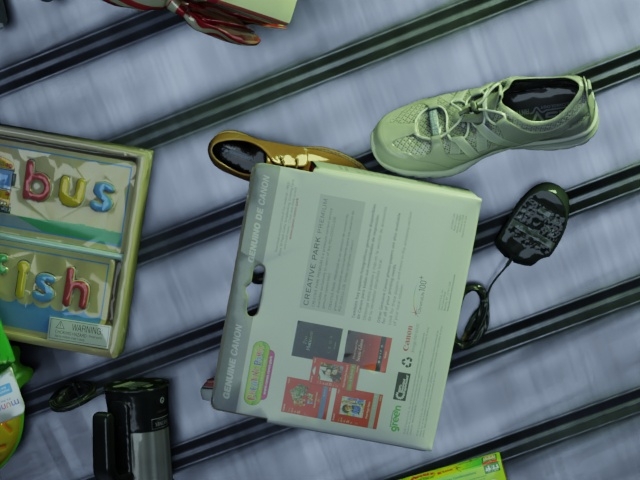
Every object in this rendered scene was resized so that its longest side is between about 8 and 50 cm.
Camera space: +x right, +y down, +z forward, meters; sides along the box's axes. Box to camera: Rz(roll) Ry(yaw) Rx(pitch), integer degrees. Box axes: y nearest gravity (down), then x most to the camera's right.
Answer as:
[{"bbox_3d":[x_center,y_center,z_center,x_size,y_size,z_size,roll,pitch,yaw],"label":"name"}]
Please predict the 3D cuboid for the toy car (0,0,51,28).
[{"bbox_3d":[-0.415,-0.356,1.883,0.155,0.149,0.188,-24,106,19],"label":"toy car"}]

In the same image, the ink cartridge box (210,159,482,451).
[{"bbox_3d":[0.026,0.069,1.838,0.272,0.130,0.309,11,97,-3],"label":"ink cartridge box"}]

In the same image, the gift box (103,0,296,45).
[{"bbox_3d":[-0.128,-0.374,1.799,0.255,0.276,0.258,17,94,-10],"label":"gift box"}]

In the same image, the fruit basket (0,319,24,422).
[{"bbox_3d":[-0.567,0.124,1.876,0.353,0.165,0.327,-24,83,13],"label":"fruit basket"}]

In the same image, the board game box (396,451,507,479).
[{"bbox_3d":[0.153,0.340,1.950,0.181,0.043,0.092,-16,94,6],"label":"board game box"}]

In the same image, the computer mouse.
[{"bbox_3d":[0.232,0.032,1.917,0.071,0.041,0.242,33,105,-1],"label":"computer mouse"}]

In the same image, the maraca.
[{"bbox_3d":[-0.438,0.216,1.962,0.127,0.099,0.185,19,88,-15],"label":"maraca"}]

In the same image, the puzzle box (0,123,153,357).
[{"bbox_3d":[-0.431,-0.018,1.958,0.409,0.052,0.272,9,96,4],"label":"puzzle box"}]

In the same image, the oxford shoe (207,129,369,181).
[{"bbox_3d":[-0.040,-0.086,1.905,0.212,0.076,0.076,12,95,2],"label":"oxford shoe"}]

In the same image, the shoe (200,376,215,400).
[{"bbox_3d":[-0.068,0.153,1.942,0.178,0.063,0.081,-8,94,1],"label":"shoe"}]

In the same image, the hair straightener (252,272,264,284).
[{"bbox_3d":[0.000,0.000,1.931,0.230,0.047,0.089,-13,95,11],"label":"hair straightener"}]

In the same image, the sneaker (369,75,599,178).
[{"bbox_3d":[0.195,-0.156,1.843,0.281,0.115,0.105,-13,66,0],"label":"sneaker"}]

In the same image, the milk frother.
[{"bbox_3d":[-0.267,0.248,1.961,0.143,0.129,0.134,4,99,48],"label":"milk frother"}]
